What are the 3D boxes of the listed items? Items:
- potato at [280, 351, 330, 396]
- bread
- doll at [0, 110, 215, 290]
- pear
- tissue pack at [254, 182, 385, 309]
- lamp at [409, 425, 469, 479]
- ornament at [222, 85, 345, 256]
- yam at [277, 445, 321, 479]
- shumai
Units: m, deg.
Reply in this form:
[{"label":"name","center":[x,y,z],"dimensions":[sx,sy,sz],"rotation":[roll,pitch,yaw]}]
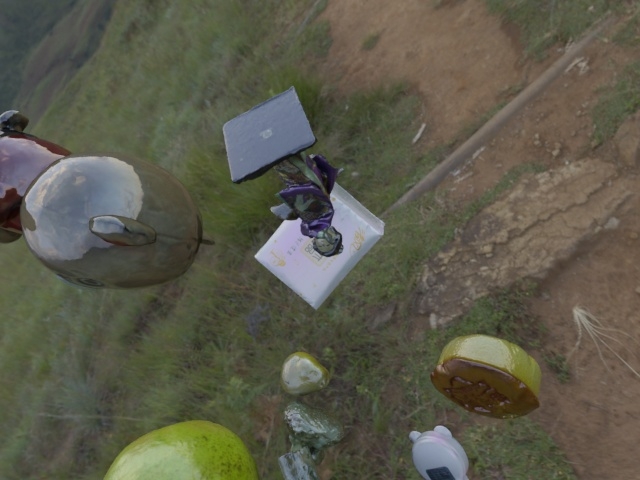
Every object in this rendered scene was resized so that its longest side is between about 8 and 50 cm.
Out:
[{"label":"potato","center":[-0.055,0.487,1.741],"dimensions":[0.193,0.157,0.157],"rotation":[2,70,34]},{"label":"bread","center":[0.424,0.355,1.240],"dimensions":[0.269,0.270,0.148],"rotation":[-12,37,44]},{"label":"doll","center":[-0.293,-0.042,0.560],"dimensions":[0.329,0.235,0.174],"rotation":[16,90,8]},{"label":"pear","center":[-0.318,0.593,1.108],"dimensions":[0.391,0.391,0.391],"rotation":[-25,52,37]},{"label":"tissue pack","center":[0.000,0.000,1.056],"dimensions":[0.225,0.185,0.124],"rotation":[-50,1,18]},{"label":"lamp","center":[0.398,0.716,1.553],"dimensions":[0.179,0.107,0.246],"rotation":[-33,80,42]},{"label":"ornament","center":[-0.010,-0.038,0.486],"dimensions":[0.088,0.203,0.081],"rotation":[-23,45,9]},{"label":"yam","center":[-0.052,0.752,1.503],"dimensions":[0.107,0.107,0.194],"rotation":[-37,65,28]},{"label":"shumai","center":[-0.040,0.681,1.647],"dimensions":[0.222,0.272,0.204],"rotation":[20,80,28]}]
